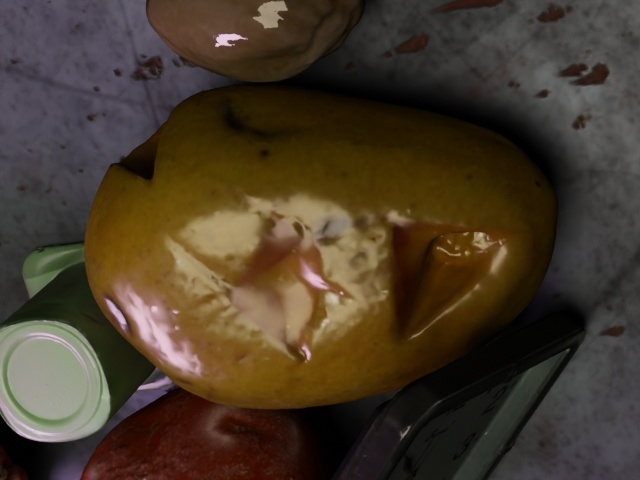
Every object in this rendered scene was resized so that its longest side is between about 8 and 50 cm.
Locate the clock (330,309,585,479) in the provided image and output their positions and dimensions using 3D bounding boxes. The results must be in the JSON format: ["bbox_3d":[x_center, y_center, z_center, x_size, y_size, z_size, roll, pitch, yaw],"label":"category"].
[{"bbox_3d":[0.066,0.180,1.390,0.049,0.273,0.279,41,119,20],"label":"clock"}]

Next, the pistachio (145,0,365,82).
[{"bbox_3d":[-0.053,-0.180,1.375,0.185,0.108,0.126,-3,87,28],"label":"pistachio"}]

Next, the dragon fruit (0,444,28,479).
[{"bbox_3d":[-0.399,0.242,1.595,0.291,0.250,0.269,13,121,-3],"label":"dragon fruit"}]

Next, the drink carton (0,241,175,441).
[{"bbox_3d":[-0.198,0.090,1.513,0.146,0.142,0.144,-10,109,20],"label":"drink carton"}]

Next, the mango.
[{"bbox_3d":[0.000,0.000,1.399,0.365,0.182,0.253,-8,106,10],"label":"mango"}]

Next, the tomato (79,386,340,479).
[{"bbox_3d":[-0.086,0.234,1.497,0.232,0.188,0.232,2,117,4],"label":"tomato"}]
